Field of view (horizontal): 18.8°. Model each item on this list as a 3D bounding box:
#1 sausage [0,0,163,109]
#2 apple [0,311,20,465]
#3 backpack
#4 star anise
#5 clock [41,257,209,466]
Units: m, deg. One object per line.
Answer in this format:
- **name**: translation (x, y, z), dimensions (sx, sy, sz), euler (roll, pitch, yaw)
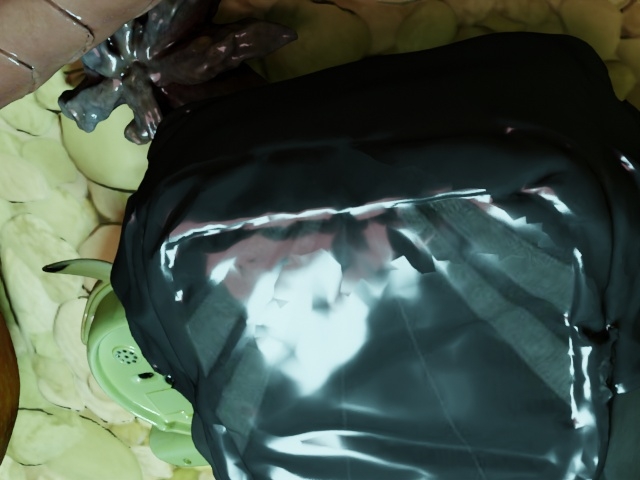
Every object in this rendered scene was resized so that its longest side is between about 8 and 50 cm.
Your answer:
- **sausage**: translation (-0.125, -0.175, 1.179), dimensions (0.433, 0.088, 0.088), euler (-27, 109, 39)
- **apple**: translation (-0.341, 0.117, 1.466), dimensions (0.230, 0.230, 0.230), euler (10, 125, 15)
- **backpack**: translation (0.065, 0.087, 1.253), dimensions (0.363, 0.255, 0.445), euler (-8, 119, 3)
- **star anise**: translation (-0.104, -0.107, 1.306), dimensions (0.209, 0.089, 0.231), euler (-27, 98, 41)
- **clock**: translation (-0.099, 0.072, 1.401), dimensions (0.170, 0.069, 0.232), euler (-12, 133, 31)
